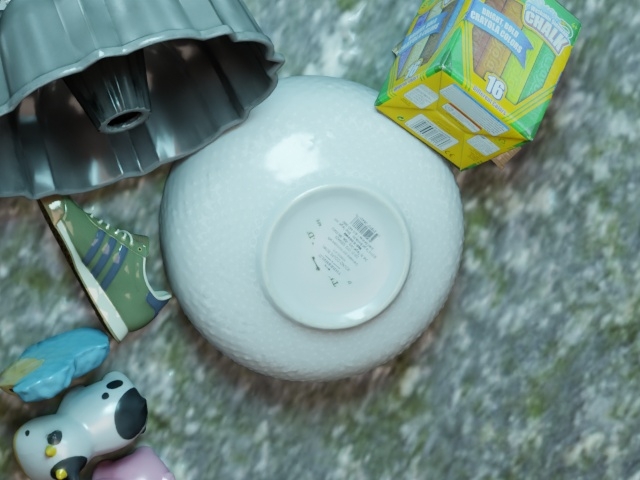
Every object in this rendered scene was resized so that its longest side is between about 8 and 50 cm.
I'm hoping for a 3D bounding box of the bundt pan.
[{"bbox_3d":[-0.208,-0.167,1.764,0.331,0.331,0.124,-20,73,-7],"label":"bundt pan"}]

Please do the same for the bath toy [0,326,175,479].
[{"bbox_3d":[-0.223,0.272,1.974,0.151,0.129,0.348,-27,110,-5],"label":"bath toy"}]

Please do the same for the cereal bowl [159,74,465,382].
[{"bbox_3d":[0.000,0.000,1.946,0.339,0.141,0.339,-3,105,-11],"label":"cereal bowl"}]

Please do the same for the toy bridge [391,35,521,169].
[{"bbox_3d":[0.142,-0.143,1.999,0.063,0.026,0.188,-43,110,3],"label":"toy bridge"}]

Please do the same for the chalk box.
[{"bbox_3d":[0.175,-0.204,1.913,0.132,0.132,0.213,35,61,-19],"label":"chalk box"}]

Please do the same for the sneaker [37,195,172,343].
[{"bbox_3d":[-0.226,0.009,1.940,0.086,0.064,0.192,-30,110,-12],"label":"sneaker"}]

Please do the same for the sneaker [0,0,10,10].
[{"bbox_3d":[-0.351,-0.184,1.850,0.234,0.078,0.106,-30,112,0],"label":"sneaker"}]
